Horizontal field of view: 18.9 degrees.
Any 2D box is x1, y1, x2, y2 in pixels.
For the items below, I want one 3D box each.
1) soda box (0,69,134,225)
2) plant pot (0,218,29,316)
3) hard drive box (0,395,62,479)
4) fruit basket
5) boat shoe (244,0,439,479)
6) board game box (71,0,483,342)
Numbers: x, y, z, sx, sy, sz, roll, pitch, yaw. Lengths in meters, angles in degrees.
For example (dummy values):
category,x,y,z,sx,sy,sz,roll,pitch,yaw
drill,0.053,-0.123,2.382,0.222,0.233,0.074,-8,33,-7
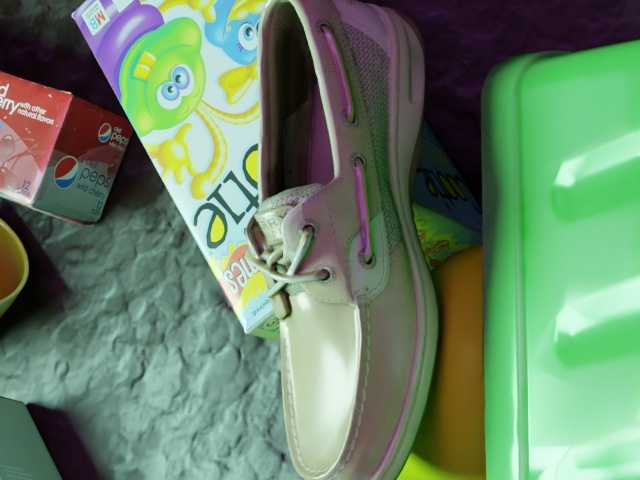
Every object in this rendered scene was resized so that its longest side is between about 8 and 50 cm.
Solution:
category,x,y,z,sx,sy,sz,roll,pitch,yaw
soda box,-0.276,-0.093,1.495,0.263,0.083,0.092,20,88,32
plant pot,-0.301,0.038,1.460,0.134,0.134,0.095,51,129,30
hard drive box,-0.257,0.253,1.389,0.181,0.089,0.232,-41,60,15
fruit basket,0.183,0.079,1.118,0.392,0.283,0.392,-175,90,-74
boat shoe,0.000,0.000,1.110,0.109,0.098,0.302,-14,69,49
board game box,-0.025,-0.076,1.299,0.142,0.144,0.275,-39,63,17
